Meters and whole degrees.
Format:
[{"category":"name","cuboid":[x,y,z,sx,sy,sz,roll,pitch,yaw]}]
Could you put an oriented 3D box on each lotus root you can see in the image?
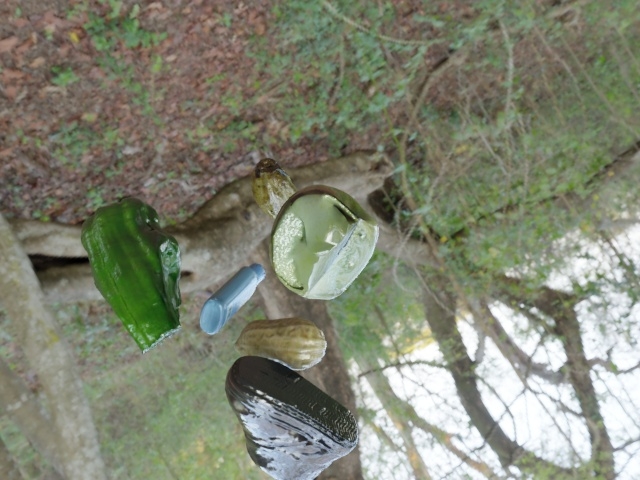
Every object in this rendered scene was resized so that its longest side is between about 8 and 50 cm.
[{"category":"lotus root","cuboid":[-0.077,-0.080,1.521,0.097,0.258,0.110,-37,-145,6]}]

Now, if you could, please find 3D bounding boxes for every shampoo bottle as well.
[{"category":"shampoo bottle","cuboid":[-0.214,0.132,1.669,0.258,0.061,0.104,-47,160,-59]}]

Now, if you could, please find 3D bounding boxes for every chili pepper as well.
[{"category":"chili pepper","cuboid":[-0.392,0.066,1.478,0.167,0.385,0.213,-41,154,25]}]

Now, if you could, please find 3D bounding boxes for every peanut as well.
[{"category":"peanut","cuboid":[-0.117,0.277,1.794,0.153,0.140,0.325,-13,-177,-43]}]

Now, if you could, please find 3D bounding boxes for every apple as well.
[{"category":"apple","cuboid":[0.000,0.000,1.235,0.207,0.174,0.188,26,107,-35]}]

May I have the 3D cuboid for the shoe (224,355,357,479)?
[{"category":"shoe","cuboid":[-0.112,0.458,1.666,0.237,0.384,0.171,-46,-158,24]}]
